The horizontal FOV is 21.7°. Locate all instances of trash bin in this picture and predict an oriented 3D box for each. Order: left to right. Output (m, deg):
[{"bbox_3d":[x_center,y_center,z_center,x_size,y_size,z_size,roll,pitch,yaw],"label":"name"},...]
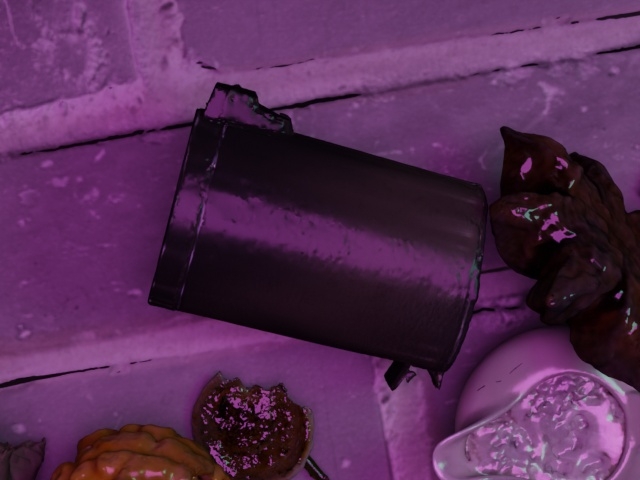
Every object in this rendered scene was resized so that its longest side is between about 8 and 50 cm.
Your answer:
[{"bbox_3d":[0.000,0.000,1.644,0.301,0.203,0.252,15,99,-5],"label":"trash bin"}]

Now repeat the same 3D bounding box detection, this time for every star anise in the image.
[{"bbox_3d":[0.275,0.028,1.643,0.315,0.315,0.108,46,116,-3],"label":"star anise"}]

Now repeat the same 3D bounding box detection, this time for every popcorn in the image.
[{"bbox_3d":[-0.188,0.297,1.620,0.190,0.250,0.250,5,88,30],"label":"popcorn"}]

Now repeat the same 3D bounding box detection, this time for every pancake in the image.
[{"bbox_3d":[-0.070,0.198,1.717,0.129,0.022,0.116,10,97,10],"label":"pancake"}]

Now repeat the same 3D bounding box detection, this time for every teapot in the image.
[{"bbox_3d":[0.261,0.185,1.694,0.299,0.166,0.208,-15,79,5],"label":"teapot"}]

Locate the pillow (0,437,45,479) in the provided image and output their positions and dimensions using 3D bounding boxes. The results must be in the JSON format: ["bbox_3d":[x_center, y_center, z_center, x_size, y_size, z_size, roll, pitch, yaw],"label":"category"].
[{"bbox_3d":[-0.335,0.242,1.594,0.067,0.270,0.173,20,77,15],"label":"pillow"}]

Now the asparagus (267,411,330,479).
[{"bbox_3d":[-0.012,0.229,1.734,0.018,0.015,0.127,-40,93,-5],"label":"asparagus"}]
